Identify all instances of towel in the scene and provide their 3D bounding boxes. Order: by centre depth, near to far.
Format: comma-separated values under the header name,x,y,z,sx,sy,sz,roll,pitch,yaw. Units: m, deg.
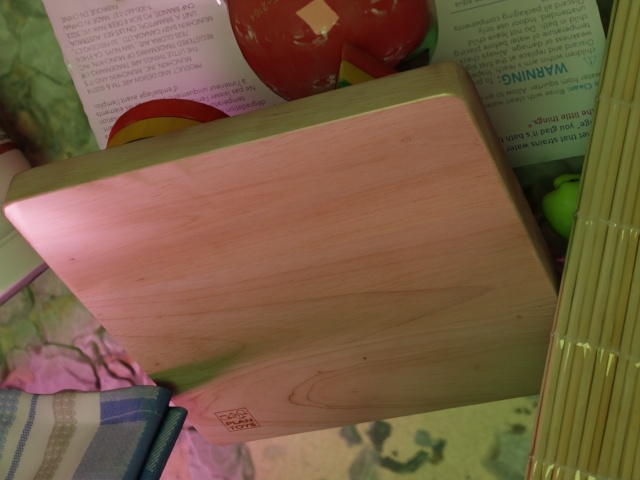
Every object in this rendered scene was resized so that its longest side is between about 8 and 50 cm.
name,x,y,z,sx,sy,sz,roll,pitch,yaw
towel,-0.221,0.184,0.853,0.285,0.209,0.034,-6,142,42

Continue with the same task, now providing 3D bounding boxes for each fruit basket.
name,x,y,z,sx,sy,sz,roll,pitch,yaw
fruit basket,-0.020,-0.187,0.761,0.327,0.165,0.353,-11,118,21

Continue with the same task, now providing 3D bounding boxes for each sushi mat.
name,x,y,z,sx,sy,sz,roll,pitch,yaw
sushi mat,0.210,-0.001,0.712,0.151,0.019,0.316,11,85,3

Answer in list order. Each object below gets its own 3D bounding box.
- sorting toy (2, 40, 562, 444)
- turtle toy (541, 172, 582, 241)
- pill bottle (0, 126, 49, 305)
name,x,y,z,sx,sy,sz,roll,pitch,yaw
sorting toy,0.000,0.000,0.766,0.257,0.089,0.255,-12,138,20
turtle toy,0.187,0.006,0.772,0.130,0.095,0.066,23,90,9
pill bottle,-0.269,-0.051,0.874,0.121,0.121,0.216,-37,93,24
